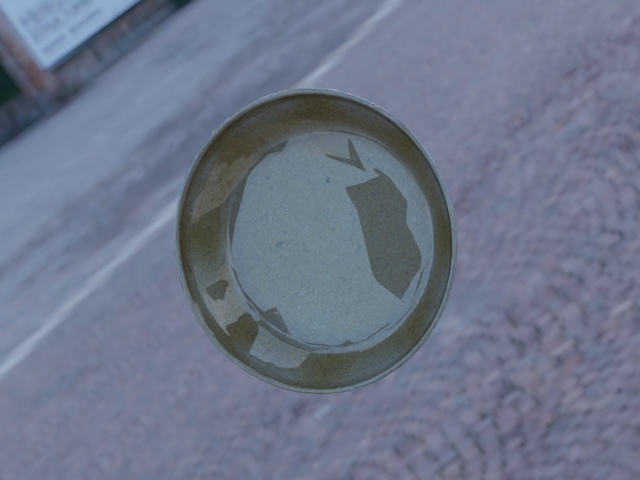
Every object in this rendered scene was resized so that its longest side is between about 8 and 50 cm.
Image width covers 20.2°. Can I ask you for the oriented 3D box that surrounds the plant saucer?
[{"bbox_3d":[0.000,0.000,0.492,0.083,0.083,0.015,-31,-8,22],"label":"plant saucer"}]
